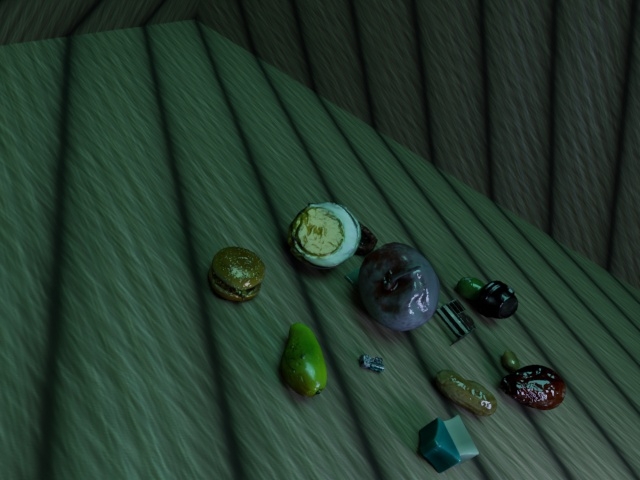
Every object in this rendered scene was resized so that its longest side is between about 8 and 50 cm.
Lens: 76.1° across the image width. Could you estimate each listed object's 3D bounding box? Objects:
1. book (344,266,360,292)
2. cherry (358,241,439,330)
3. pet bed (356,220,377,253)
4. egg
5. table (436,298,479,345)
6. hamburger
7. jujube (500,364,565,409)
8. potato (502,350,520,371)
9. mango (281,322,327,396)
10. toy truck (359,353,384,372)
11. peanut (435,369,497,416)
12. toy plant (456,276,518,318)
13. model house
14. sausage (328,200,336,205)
[{"bbox_3d":[0.172,0.172,1.639,0.135,0.017,0.103,44,40,16],"label":"book"},{"bbox_3d":[0.301,0.180,1.497,0.335,0.292,0.326,43,28,-32],"label":"cherry"},{"bbox_3d":[0.165,-0.018,1.827,0.201,0.053,0.201,24,32,-16],"label":"pet bed"},{"bbox_3d":[0.005,0.002,1.602,0.264,0.174,0.286,33,60,3],"label":"egg"},{"bbox_3d":[0.546,0.333,1.683,0.176,0.062,0.146,-11,54,-42],"label":"table"},{"bbox_3d":[-0.263,0.100,1.328,0.182,0.118,0.191,47,35,15],"label":"hamburger"},{"bbox_3d":[0.798,0.551,1.540,0.237,0.168,0.168,9,41,-18],"label":"jujube"},{"bbox_3d":[0.778,0.491,1.670,0.068,0.062,0.083,42,51,-38],"label":"potato"},{"bbox_3d":[-0.054,0.346,1.196,0.126,0.111,0.232,13,39,-31],"label":"mango"},{"bbox_3d":[0.169,0.406,1.348,0.083,0.039,0.044,19,52,-19],"label":"toy truck"},{"bbox_3d":[0.497,0.522,1.407,0.226,0.095,0.108,28,21,1],"label":"peanut"},{"bbox_3d":[0.757,0.253,1.861,0.218,0.175,0.235,17,11,-31],"label":"toy plant"},{"bbox_3d":[0.363,0.601,1.208,0.149,0.100,0.127,7,42,-33],"label":"model house"},{"bbox_3d":[0.087,-0.135,1.920,0.129,0.034,0.034,39,37,10],"label":"sausage"}]
